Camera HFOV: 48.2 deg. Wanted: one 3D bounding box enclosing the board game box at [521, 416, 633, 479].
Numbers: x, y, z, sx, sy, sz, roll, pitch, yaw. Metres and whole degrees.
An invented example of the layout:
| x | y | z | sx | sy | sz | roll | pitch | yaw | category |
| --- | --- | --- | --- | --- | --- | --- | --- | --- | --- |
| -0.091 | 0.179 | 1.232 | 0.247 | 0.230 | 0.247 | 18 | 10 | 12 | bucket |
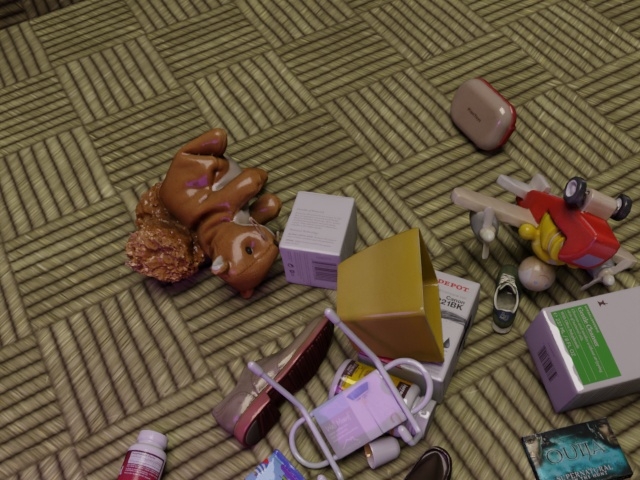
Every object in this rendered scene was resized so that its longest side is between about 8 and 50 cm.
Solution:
| x | y | z | sx | sy | sz | roll | pitch | yaw | category |
| --- | --- | --- | --- | --- | --- | --- | --- | --- | --- |
| 0.522 | 0.442 | 1.464 | 0.186 | 0.026 | 0.126 | -12 | 52 | -4 | board game box |

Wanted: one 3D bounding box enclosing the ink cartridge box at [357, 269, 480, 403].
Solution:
| x | y | z | sx | sy | sz | roll | pitch | yaw | category |
| --- | --- | --- | --- | --- | --- | --- | --- | --- | --- |
| 0.227 | 0.200 | 1.625 | 0.197 | 0.114 | 0.273 | 17 | 55 | 19 | ink cartridge box |

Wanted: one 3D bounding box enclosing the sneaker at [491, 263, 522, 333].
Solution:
| x | y | z | sx | sy | sz | roll | pitch | yaw | category |
| --- | --- | --- | --- | --- | --- | --- | --- | --- | --- |
| 0.444 | 0.120 | 1.685 | 0.064 | 0.086 | 0.192 | 10 | 53 | 13 | sneaker |

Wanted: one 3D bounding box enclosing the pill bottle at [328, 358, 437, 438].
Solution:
| x | y | z | sx | sy | sz | roll | pitch | yaw | category |
| --- | --- | --- | --- | --- | --- | --- | --- | --- | --- |
| 0.133 | 0.341 | 1.521 | 0.215 | 0.117 | 0.117 | 19 | 56 | 19 | pill bottle |

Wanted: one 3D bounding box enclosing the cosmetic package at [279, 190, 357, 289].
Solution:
| x | y | z | sx | sy | sz | roll | pitch | yaw | category |
| --- | --- | --- | --- | --- | --- | --- | --- | --- | --- |
| 0.000 | 0.000 | 1.780 | 0.151 | 0.151 | 0.184 | 8 | 52 | 12 | cosmetic package |

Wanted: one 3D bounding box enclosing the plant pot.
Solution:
| x | y | z | sx | sy | sz | roll | pitch | yaw | category |
| --- | --- | --- | --- | --- | --- | --- | --- | --- | --- |
| 0.142 | 0.127 | 1.499 | 0.187 | 0.212 | 0.212 | -10 | 51 | 15 | plant pot |

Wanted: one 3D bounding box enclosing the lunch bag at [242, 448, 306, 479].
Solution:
| x | y | z | sx | sy | sz | roll | pitch | yaw | category |
| --- | --- | --- | --- | --- | --- | --- | --- | --- | --- |
| -0.065 | 0.591 | 1.359 | 0.293 | 0.138 | 0.221 | 42 | 64 | 17 | lunch bag |

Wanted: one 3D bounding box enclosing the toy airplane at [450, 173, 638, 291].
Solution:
| x | y | z | sx | sy | sz | roll | pitch | yaw | category |
| --- | --- | --- | --- | --- | --- | --- | --- | --- | --- |
| 0.528 | -0.017 | 1.685 | 0.386 | 0.384 | 0.272 | 23 | 98 | 31 | toy airplane |

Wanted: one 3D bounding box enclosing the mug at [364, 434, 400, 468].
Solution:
| x | y | z | sx | sy | sz | roll | pitch | yaw | category |
| --- | --- | --- | --- | --- | --- | --- | --- | --- | --- |
| 0.128 | 0.429 | 1.491 | 0.064 | 0.062 | 0.078 | -12 | 62 | -14 | mug |

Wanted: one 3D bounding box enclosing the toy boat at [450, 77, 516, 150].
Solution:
| x | y | z | sx | sy | sz | roll | pitch | yaw | category |
| --- | --- | --- | --- | --- | --- | --- | --- | --- | --- |
| 0.485 | -0.363 | 2.048 | 0.151 | 0.151 | 0.231 | -3 | 45 | -37 | toy boat |

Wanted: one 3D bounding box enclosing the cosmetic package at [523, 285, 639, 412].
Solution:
| x | y | z | sx | sy | sz | roll | pitch | yaw | category |
| --- | --- | --- | --- | --- | --- | --- | --- | --- | --- |
| 0.650 | 0.217 | 1.521 | 0.365 | 0.155 | 0.197 | -14 | 62 | -8 | cosmetic package |

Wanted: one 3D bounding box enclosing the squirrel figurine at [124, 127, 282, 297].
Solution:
| x | y | z | sx | sy | sz | roll | pitch | yaw | category |
| --- | --- | --- | --- | --- | --- | --- | --- | --- | --- |
| -0.282 | -0.018 | 1.792 | 0.397 | 0.281 | 0.370 | -25 | 63 | 4 | squirrel figurine |

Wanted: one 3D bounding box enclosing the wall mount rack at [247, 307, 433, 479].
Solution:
| x | y | z | sx | sy | sz | roll | pitch | yaw | category |
| --- | --- | --- | --- | --- | --- | --- | --- | --- | --- |
| 0.034 | 0.314 | 1.426 | 0.350 | 0.130 | 0.304 | -36 | 77 | 17 | wall mount rack |

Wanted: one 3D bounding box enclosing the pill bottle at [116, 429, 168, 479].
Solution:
| x | y | z | sx | sy | sz | roll | pitch | yaw | category |
| --- | --- | --- | --- | --- | --- | --- | --- | --- | --- |
| -0.370 | 0.477 | 1.482 | 0.086 | 0.086 | 0.152 | 6 | 52 | 10 | pill bottle |

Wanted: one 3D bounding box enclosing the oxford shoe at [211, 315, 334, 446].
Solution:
| x | y | z | sx | sy | sz | roll | pitch | yaw | category |
| --- | --- | --- | --- | --- | --- | --- | --- | --- | --- |
| -0.102 | 0.283 | 1.590 | 0.130 | 0.123 | 0.348 | 26 | 57 | 30 | oxford shoe |

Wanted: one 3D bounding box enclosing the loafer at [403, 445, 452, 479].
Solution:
| x | y | z | sx | sy | sz | roll | pitch | yaw | category |
| --- | --- | --- | --- | --- | --- | --- | --- | --- | --- |
| 0.197 | 0.499 | 1.416 | 0.080 | 0.078 | 0.220 | 24 | 58 | 22 | loafer |
